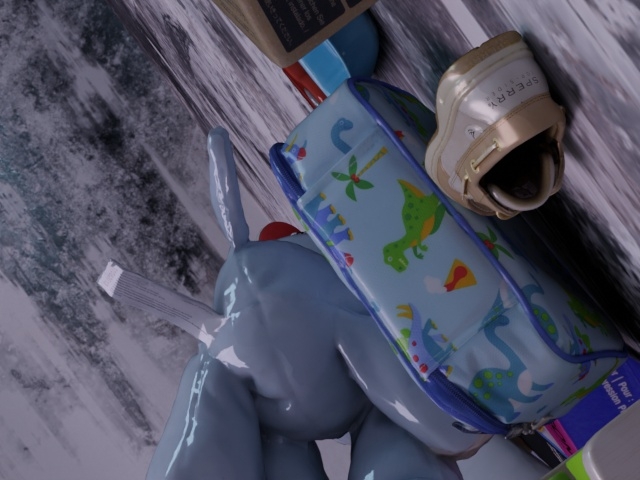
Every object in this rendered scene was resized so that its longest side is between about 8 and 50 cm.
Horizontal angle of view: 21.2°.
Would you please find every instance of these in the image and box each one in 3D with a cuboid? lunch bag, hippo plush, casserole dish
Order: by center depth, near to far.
[{"bbox_3d":[0.078,0.011,1.005,0.219,0.090,0.176,53,-162,16],"label":"lunch bag"},{"bbox_3d":[-0.002,-0.148,1.145,0.114,0.037,0.188,53,175,3],"label":"casserole dish"},{"bbox_3d":[-0.020,0.094,1.186,0.294,0.234,0.236,39,-173,-4],"label":"hippo plush"}]

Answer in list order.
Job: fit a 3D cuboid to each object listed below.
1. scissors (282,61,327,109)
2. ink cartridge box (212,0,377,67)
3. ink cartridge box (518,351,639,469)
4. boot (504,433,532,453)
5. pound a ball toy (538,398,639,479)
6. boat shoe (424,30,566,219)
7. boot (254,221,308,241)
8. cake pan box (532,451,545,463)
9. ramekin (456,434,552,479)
[{"bbox_3d":[-0.035,-0.168,1.486,0.297,0.021,0.109,53,178,16],"label":"scissors"},{"bbox_3d":[-0.076,-0.230,0.933,0.234,0.088,0.193,50,173,45],"label":"ink cartridge box"},{"bbox_3d":[0.176,0.113,1.199,0.175,0.069,0.371,55,173,-22],"label":"ink cartridge box"},{"bbox_3d":[0.089,0.065,1.577,0.295,0.104,0.211,59,180,-23],"label":"boot"},{"bbox_3d":[0.252,0.196,0.788,0.319,0.136,0.208,52,150,12],"label":"pound a ball toy"},{"bbox_3d":[0.090,-0.040,0.844,0.059,0.063,0.170,58,177,19],"label":"boat shoe"},{"bbox_3d":[0.000,0.000,1.788,0.088,0.176,0.244,9,-155,-20],"label":"boot"},{"bbox_3d":[0.123,0.131,1.846,0.267,0.070,0.246,55,177,-15],"label":"cake pan box"},{"bbox_3d":[0.179,0.262,1.419,0.277,0.135,0.277,36,178,1],"label":"ramekin"}]
